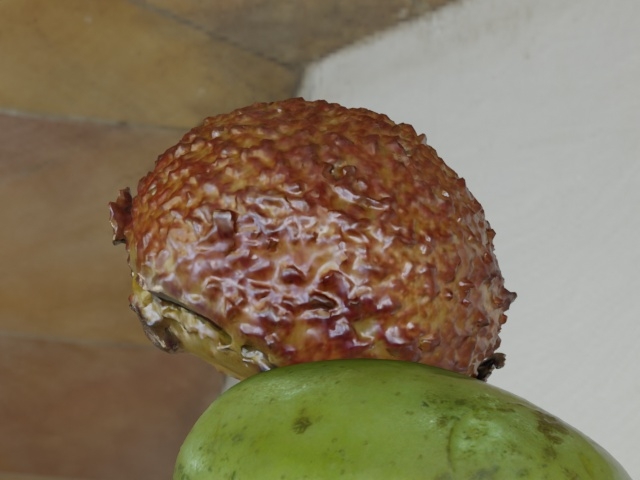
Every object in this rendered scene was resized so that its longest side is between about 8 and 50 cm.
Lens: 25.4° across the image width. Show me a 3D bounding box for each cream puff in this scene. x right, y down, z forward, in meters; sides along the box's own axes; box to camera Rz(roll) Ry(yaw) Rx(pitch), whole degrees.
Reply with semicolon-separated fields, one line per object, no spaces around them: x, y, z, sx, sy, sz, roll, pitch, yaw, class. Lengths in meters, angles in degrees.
-0.003;0.000;1.156;0.350;0.229;0.350;13;-168;-3;cream puff

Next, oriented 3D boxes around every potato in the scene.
0.060;0.175;0.839;0.304;0.216;0.216;30;163;30;potato
